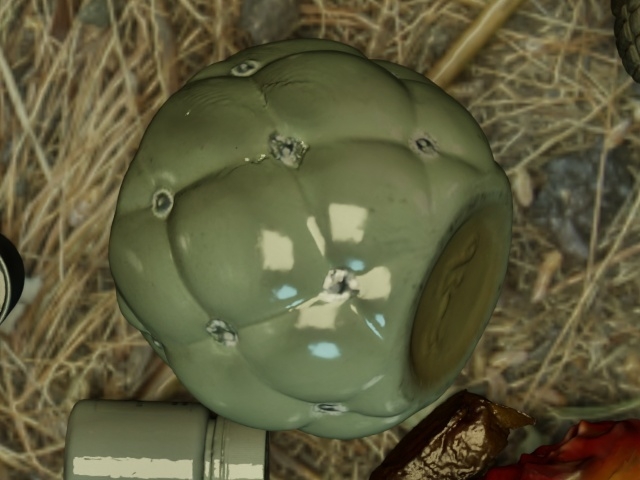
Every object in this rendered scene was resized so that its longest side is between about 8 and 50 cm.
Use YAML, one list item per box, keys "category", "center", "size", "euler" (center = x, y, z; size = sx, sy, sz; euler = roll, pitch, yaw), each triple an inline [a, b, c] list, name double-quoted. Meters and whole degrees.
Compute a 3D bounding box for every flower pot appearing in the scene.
- category: "flower pot"
  center: [0.000, 0.000, 1.138]
  size: [0.195, 0.246, 0.246]
  euler: [23, 96, 23]

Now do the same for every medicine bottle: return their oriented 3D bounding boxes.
- category: "medicine bottle"
  center: [-0.099, 0.146, 1.233]
  size: [0.130, 0.080, 0.080]
  euler: [3, 95, 2]

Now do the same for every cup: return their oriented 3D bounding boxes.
- category: "cup"
  center: [-0.240, 0.037, 1.230]
  size: [0.078, 0.077, 0.100]
  euler: [35, 95, -1]

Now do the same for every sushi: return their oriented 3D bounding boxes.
- category: "sushi"
  center: [0.085, 0.143, 1.240]
  size: [0.120, 0.052, 0.055]
  euler: [-44, 98, 4]

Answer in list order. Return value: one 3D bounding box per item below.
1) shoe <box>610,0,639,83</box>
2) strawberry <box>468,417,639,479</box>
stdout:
- category: "shoe"
  center: [0.282, -0.264, 1.138]
  size: [0.198, 0.172, 0.351]
  euler: [4, 94, 1]
- category: "strawberry"
  center: [0.102, 0.252, 1.204]
  size: [0.336, 0.149, 0.265]
  euler: [-47, 111, -10]
